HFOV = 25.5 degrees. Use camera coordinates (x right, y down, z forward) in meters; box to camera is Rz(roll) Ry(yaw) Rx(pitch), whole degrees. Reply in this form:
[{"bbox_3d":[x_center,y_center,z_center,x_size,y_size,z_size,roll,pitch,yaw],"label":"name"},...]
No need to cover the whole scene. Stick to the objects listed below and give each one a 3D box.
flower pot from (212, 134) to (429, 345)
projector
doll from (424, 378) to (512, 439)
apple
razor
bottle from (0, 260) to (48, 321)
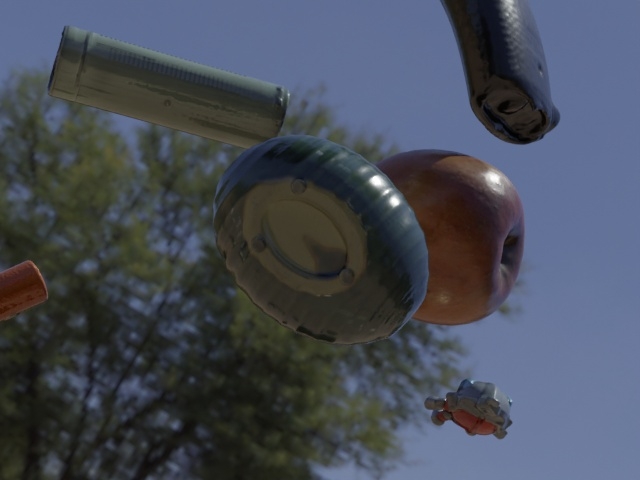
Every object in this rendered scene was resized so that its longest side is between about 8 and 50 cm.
[{"bbox_3d":[0.000,0.000,1.450,0.243,0.189,0.157,40,7,10],"label":"flower pot"},{"bbox_3d":[-0.219,-0.217,2.043,0.337,0.108,0.108,15,-15,-14],"label":"projector"},{"bbox_3d":[0.111,0.118,0.984,0.057,0.039,0.114,50,-17,6],"label":"doll"},{"bbox_3d":[0.148,-0.008,1.867,0.253,0.253,0.253,26,-19,10],"label":"apple"},{"bbox_3d":[0.243,-0.311,2.020,0.113,0.349,0.204,-27,-29,21],"label":"razor"},{"bbox_3d":[-0.490,0.094,2.037,0.069,0.187,0.069,48,-28,37],"label":"bottle"}]
